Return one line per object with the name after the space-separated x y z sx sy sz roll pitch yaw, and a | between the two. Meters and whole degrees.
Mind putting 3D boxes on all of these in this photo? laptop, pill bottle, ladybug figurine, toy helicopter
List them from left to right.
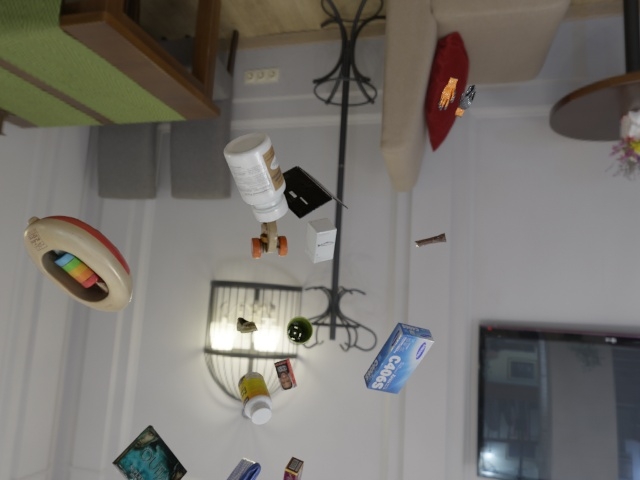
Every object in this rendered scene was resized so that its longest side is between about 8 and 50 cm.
-0.859 0.071 1.761 0.304 0.162 0.449 -19 122 26 | ladybug figurine
-0.269 0.657 2.016 0.117 0.117 0.215 7 -159 -24 | pill bottle
-0.170 -0.171 1.351 0.131 0.131 0.229 0 130 23 | pill bottle
-0.225 -0.111 1.984 0.140 0.355 0.235 -4 136 -14 | toy helicopter
-0.054 -0.182 1.978 0.264 0.234 0.137 -33 150 -25 | laptop

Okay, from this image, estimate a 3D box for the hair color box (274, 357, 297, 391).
-0.171 0.655 2.363 0.071 0.141 0.043 -20 172 14 | hair color box

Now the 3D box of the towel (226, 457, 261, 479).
-0.256 0.659 1.228 0.040 0.243 0.336 41 154 3 | towel

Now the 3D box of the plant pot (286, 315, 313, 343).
-0.072 0.284 1.508 0.083 0.084 0.079 5 160 -14 | plant pot

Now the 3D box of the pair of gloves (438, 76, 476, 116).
0.300 -0.313 1.061 0.083 0.074 0.010 10 -152 -25 | pair of gloves

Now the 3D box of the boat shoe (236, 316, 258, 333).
-0.269 0.307 1.756 0.056 0.048 0.153 -4 178 -25 | boat shoe

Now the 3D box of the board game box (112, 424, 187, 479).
-0.452 0.608 1.298 0.026 0.186 0.126 -5 -150 42 | board game box

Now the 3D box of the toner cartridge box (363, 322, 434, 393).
0.343 0.528 2.146 0.165 0.348 0.075 15 -151 -20 | toner cartridge box

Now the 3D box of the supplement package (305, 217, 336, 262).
0.000 0.000 2.285 0.105 0.180 0.105 -12 -140 -23 | supplement package

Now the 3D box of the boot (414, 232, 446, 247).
0.425 0.001 1.874 0.114 0.037 0.106 -9 169 4 | boot

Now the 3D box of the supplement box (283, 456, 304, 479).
-0.084 0.714 1.475 0.043 0.084 0.055 16 -157 17 | supplement box
